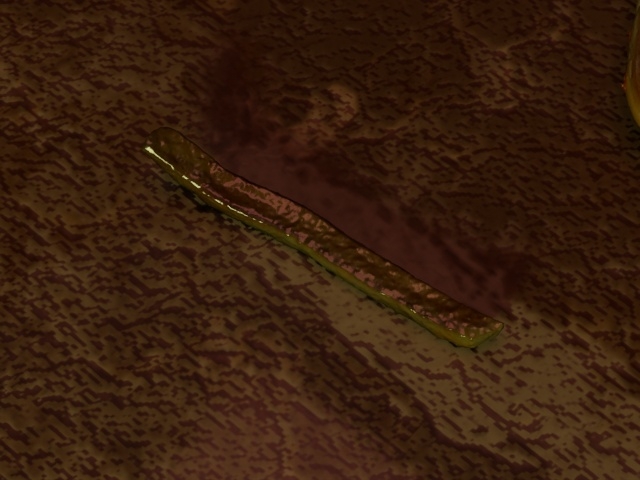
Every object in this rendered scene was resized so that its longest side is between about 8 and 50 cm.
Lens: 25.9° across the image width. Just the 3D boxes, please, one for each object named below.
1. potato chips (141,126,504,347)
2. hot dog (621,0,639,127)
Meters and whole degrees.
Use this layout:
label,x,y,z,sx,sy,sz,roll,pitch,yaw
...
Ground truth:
label,x,y,z,sx,sy,sz,roll,pitch,yaw
potato chips,0.000,0.000,0.707,0.204,0.037,0.026,31,78,11
hot dog,0.229,-0.150,0.757,0.104,0.076,0.250,1,57,24
